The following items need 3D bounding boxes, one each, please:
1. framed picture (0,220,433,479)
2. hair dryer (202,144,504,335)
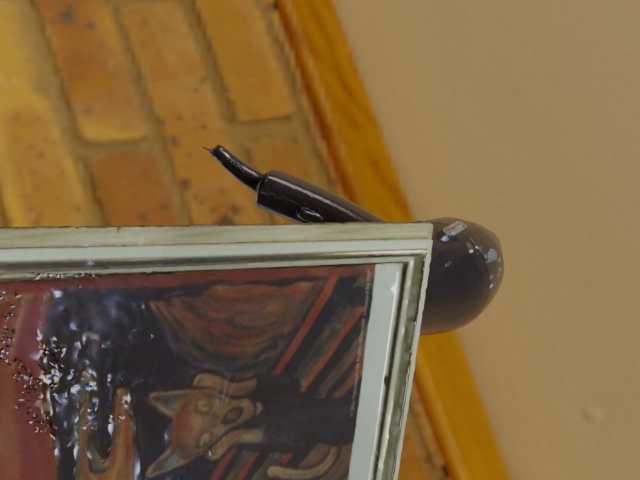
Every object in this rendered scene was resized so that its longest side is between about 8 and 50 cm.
[{"bbox_3d":[-0.060,0.098,0.588,0.016,0.273,0.217,19,-74,46],"label":"framed picture"},{"bbox_3d":[0.000,0.000,1.172,0.271,0.235,0.091,27,-63,24],"label":"hair dryer"}]
